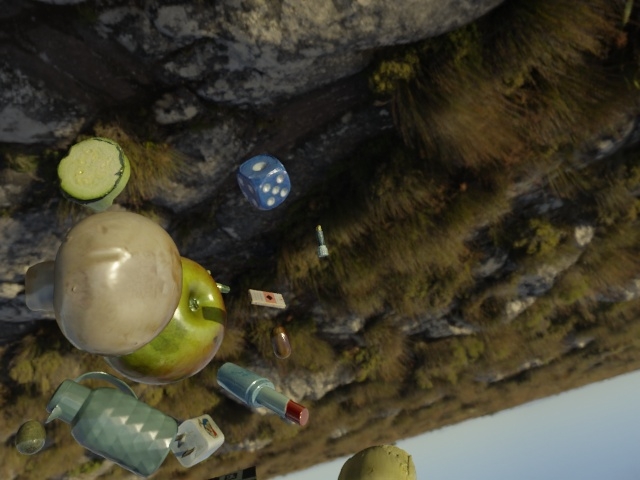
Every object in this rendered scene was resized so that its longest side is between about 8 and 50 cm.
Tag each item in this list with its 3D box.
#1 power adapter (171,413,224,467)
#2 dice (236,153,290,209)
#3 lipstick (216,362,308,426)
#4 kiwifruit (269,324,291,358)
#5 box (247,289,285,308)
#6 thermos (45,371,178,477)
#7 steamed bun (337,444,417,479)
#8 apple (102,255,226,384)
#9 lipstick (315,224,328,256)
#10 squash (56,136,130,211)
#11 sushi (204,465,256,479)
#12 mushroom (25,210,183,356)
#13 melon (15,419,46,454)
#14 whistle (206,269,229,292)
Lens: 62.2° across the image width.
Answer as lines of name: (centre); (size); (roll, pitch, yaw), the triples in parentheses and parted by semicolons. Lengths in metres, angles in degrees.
power adapter: (-0.436, 0.682, 1.795); (0.125, 0.130, 0.205); (-43, 165, 3)
dice: (-0.199, -0.204, 1.840); (0.143, 0.146, 0.146); (-35, 138, -19)
lipstick: (-0.124, 0.334, 1.147); (0.068, 0.061, 0.274); (-13, -163, -43)
kiwifruit: (-0.147, 0.372, 1.939); (0.075, 0.124, 0.075); (-15, -175, 1)
box: (-0.126, 0.137, 1.238); (0.083, 0.046, 0.012); (13, 115, -26)
thermos: (-0.481, 0.411, 1.236); (0.286, 0.182, 0.145); (35, 117, -11)
steamed bun: (0.143, 0.713, 1.555); (0.273, 0.232, 0.166); (-31, 110, 23)
apple: (-0.407, 0.195, 1.368); (0.339, 0.340, 0.339); (-14, 158, -6)
lipstick: (0.000, 0.000, 1.918); (0.037, 0.116, 0.037); (-11, 170, -2)
squash: (-0.666, -0.193, 1.603); (0.220, 0.220, 0.133); (-20, 158, 7)
sushi: (-0.376, 0.893, 1.721); (0.373, 0.100, 0.296); (-13, -177, -7)
mushroom: (-0.442, 0.085, 1.080); (0.290, 0.293, 0.292); (-1, 166, 27)
melon: (-1.027, 0.697, 1.879); (0.098, 0.130, 0.098); (-13, 118, -25)
whistle: (-0.505, 0.165, 2.131); (0.288, 0.106, 0.131); (15, 164, -25)
